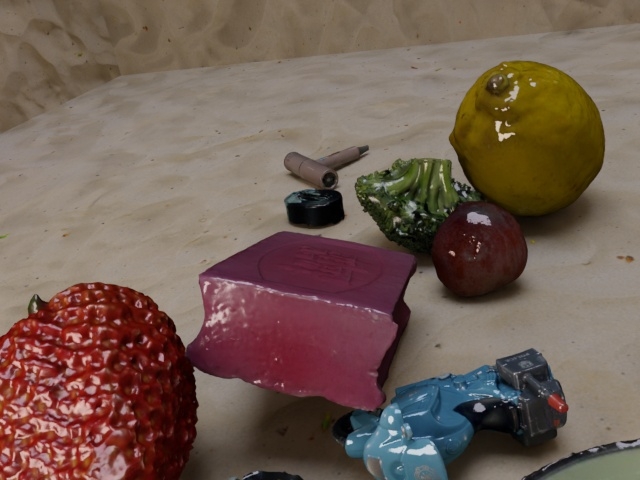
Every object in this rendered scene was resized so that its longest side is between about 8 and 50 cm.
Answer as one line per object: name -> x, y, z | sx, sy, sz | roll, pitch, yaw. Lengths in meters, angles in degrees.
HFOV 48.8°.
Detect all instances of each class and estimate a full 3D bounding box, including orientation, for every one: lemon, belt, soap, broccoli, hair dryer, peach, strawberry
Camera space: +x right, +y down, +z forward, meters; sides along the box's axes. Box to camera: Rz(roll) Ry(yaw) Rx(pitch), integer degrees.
lemon -> 0.378, -0.182, 1.292 | 0.286, 0.285, 0.316 | 3, 10, 27
belt -> -0.013, -0.074, 1.500 | 0.140, 0.058, 0.105 | 5, 27, 31
soap -> -0.001, 0.087, 0.937 | 0.233, 0.127, 0.359 | 11, 11, 10
broccoli -> 0.189, -0.064, 1.274 | 0.226, 0.176, 0.198 | -7, 19, 43
hair dryer -> 0.049, -0.189, 1.740 | 0.221, 0.053, 0.195 | -15, 26, -24
peach -> 0.251, 0.005, 1.138 | 0.152, 0.152, 0.152 | -9, 26, 4
strawberry -> -0.272, 0.229, 0.777 | 0.312, 0.267, 0.351 | -35, 37, 0

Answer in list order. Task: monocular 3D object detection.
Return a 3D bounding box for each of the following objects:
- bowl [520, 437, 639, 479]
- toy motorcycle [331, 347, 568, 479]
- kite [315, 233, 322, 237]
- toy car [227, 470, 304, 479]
bowl -> 0.268, 0.312, 0.450 | 0.354, 0.185, 0.353 | -9, 25, 4
toy motorcycle -> 0.154, 0.206, 0.797 | 0.272, 0.123, 0.182 | -15, 16, -8
kite -> -0.005, 0.002, 1.406 | 0.044, 0.002, 0.078 | -22, 27, -22
toy car -> -0.075, 0.318, 0.722 | 0.096, 0.056, 0.205 | -1, 31, 20
